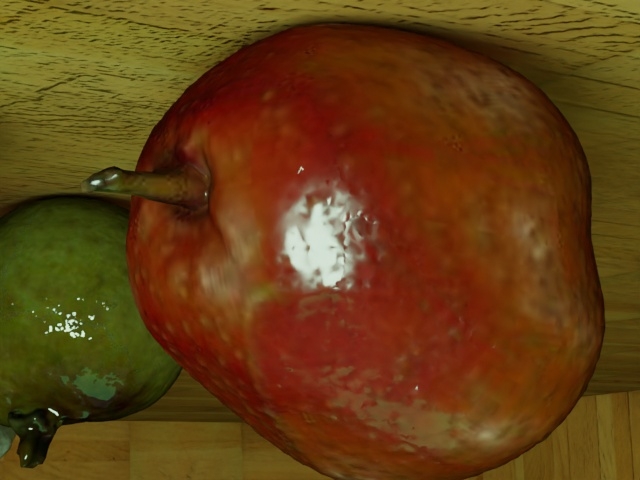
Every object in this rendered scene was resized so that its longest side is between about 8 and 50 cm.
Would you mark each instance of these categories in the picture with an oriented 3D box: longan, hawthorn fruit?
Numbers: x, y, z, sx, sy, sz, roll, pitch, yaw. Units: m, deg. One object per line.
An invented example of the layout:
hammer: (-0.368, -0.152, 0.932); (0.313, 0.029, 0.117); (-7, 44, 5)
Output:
longan: (-0.153, 0.056, 0.968); (0.145, 0.176, 0.154); (19, 147, -24)
hawthorn fruit: (0.000, 0.000, 0.654); (0.225, 0.197, 0.196); (18, 159, -38)

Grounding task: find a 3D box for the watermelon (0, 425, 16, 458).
watermelon: (-0.333, 0.110, 1.165); (0.258, 0.228, 0.387); (-6, 164, -30)
